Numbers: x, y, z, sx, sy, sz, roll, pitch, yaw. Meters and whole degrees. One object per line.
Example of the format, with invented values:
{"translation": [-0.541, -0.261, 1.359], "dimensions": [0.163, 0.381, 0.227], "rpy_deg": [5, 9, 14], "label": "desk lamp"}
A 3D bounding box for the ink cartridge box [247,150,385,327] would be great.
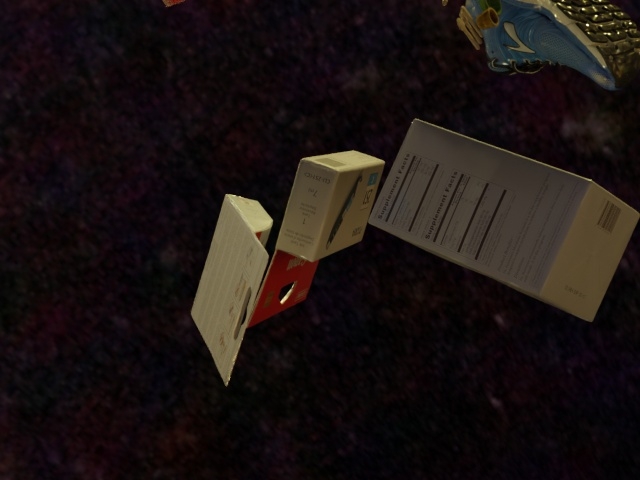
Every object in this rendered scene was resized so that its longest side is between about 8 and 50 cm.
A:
{"translation": [0.000, 0.000, 1.950], "dimensions": [0.066, 0.296, 0.261], "rpy_deg": [20, 101, 13], "label": "ink cartridge box"}

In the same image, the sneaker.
{"translation": [0.320, -0.286, 1.827], "dimensions": [0.330, 0.130, 0.147], "rpy_deg": [46, 130, 43], "label": "sneaker"}

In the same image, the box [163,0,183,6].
{"translation": [-0.083, -0.391, 1.302], "dimensions": [0.142, 0.154, 0.300], "rpy_deg": [-11, 37, 40], "label": "box"}

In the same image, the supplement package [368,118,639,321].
{"translation": [0.201, -0.025, 1.443], "dimensions": [0.244, 0.139, 0.134], "rpy_deg": [25, 90, 38], "label": "supplement package"}

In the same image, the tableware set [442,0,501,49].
{"translation": [0.154, -0.294, 1.434], "dimensions": [0.024, 0.154, 0.104], "rpy_deg": [-21, 32, 36], "label": "tableware set"}

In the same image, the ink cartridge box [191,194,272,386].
{"translation": [-0.102, 0.065, 1.707], "dimensions": [0.232, 0.066, 0.189], "rpy_deg": [46, 122, 59], "label": "ink cartridge box"}
